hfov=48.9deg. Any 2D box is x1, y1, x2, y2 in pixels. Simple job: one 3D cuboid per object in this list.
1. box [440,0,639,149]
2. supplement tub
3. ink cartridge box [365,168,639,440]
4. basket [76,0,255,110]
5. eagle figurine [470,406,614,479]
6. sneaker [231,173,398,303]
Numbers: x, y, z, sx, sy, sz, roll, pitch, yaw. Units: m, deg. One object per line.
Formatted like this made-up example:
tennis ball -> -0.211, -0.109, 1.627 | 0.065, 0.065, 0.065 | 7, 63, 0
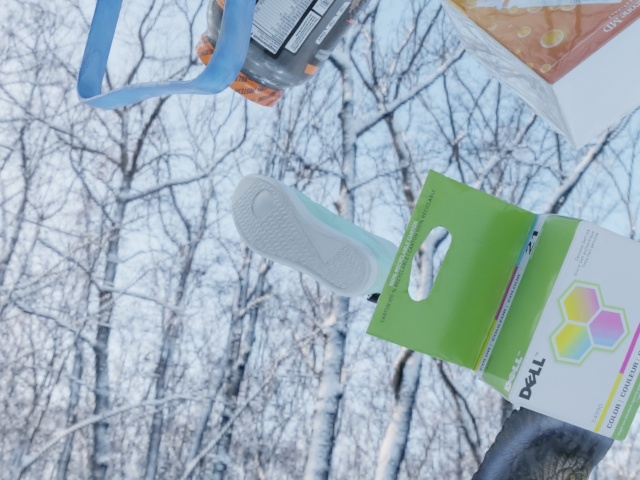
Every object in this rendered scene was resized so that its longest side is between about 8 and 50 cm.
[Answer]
box -> 0.381, -0.349, 1.146 | 0.215, 0.345, 0.168 | -38, -43, 8
supplement tub -> -0.039, -0.392, 1.109 | 0.207, 0.207, 0.338 | 28, -65, -30
ink cartridge box -> 0.200, 0.061, 0.690 | 0.255, 0.188, 0.097 | 20, 3, -12
basket -> -0.120, -0.255, 0.586 | 0.201, 0.288, 0.255 | 9, -2, -42
eagle figurine -> 0.284, 0.366, 0.889 | 0.225, 0.298, 0.226 | 33, -47, 8
sneaker -> 0.000, 0.001, 0.930 | 0.256, 0.094, 0.151 | 35, 13, 32
